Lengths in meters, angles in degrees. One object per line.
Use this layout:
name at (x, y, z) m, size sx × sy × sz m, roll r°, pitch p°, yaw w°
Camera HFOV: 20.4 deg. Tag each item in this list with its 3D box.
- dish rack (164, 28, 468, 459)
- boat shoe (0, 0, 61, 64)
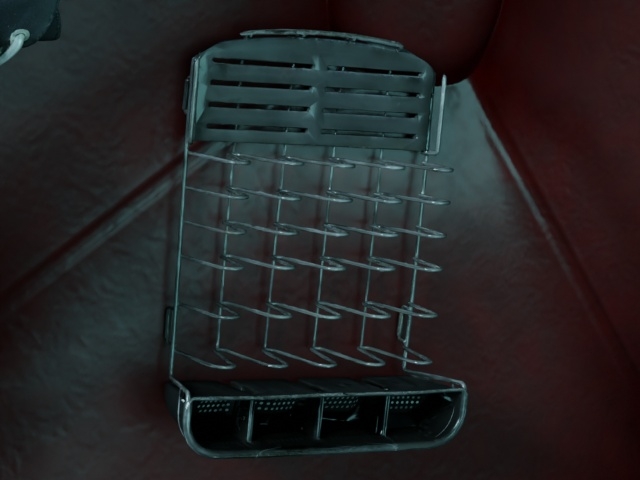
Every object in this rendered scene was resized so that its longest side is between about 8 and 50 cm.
dish rack at (0.000, 0.000, 1.164) m, size 0.208 × 0.074 × 0.271 m, roll 1°, pitch 98°, yaw -29°
boat shoe at (-0.175, -0.154, 1.019) m, size 0.302 × 0.114 × 0.091 m, roll -41°, pitch 110°, yaw -16°
